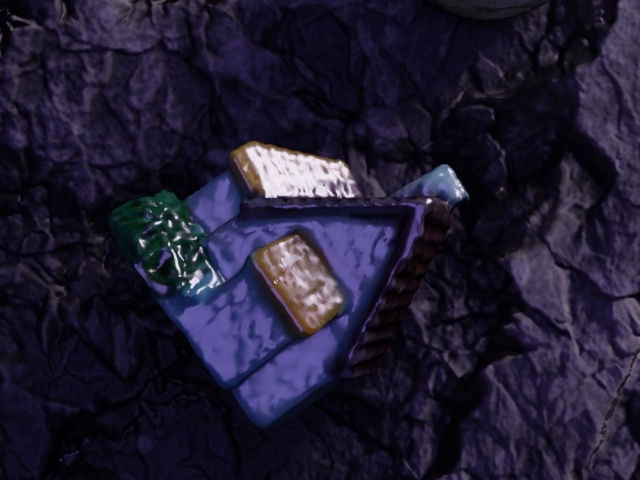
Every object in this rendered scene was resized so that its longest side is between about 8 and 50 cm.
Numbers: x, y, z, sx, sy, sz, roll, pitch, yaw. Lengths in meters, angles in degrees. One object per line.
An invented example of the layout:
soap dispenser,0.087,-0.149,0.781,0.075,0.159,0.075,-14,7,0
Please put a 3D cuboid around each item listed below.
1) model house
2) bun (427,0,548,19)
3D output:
model house,0.000,0.000,1.673,0.249,0.280,0.230,-38,86,4
bun,0.150,-0.299,1.780,0.195,0.118,0.195,-1,82,4
